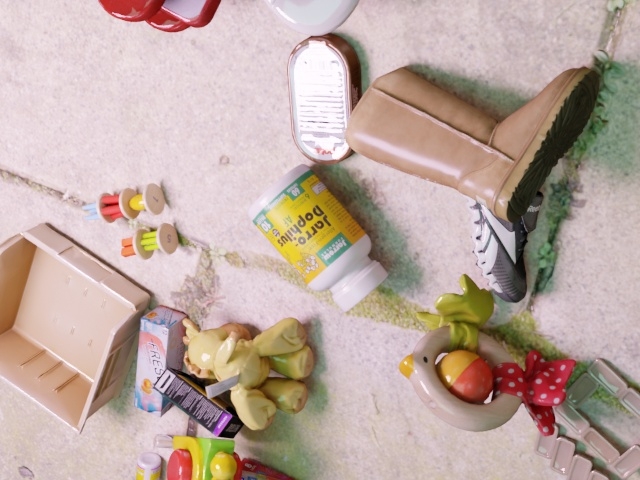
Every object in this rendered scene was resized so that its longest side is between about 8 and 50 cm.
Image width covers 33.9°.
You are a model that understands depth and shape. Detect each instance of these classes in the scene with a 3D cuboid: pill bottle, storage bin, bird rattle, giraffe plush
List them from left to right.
[{"bbox_3d":[-0.455,0.148,1.831,0.262,0.123,0.260,32,121,12],"label":"storage bin"},{"bbox_3d":[-0.316,0.433,1.923,0.043,0.043,0.083,19,117,19],"label":"pill bottle"},{"bbox_3d":[-0.138,0.194,1.676,0.170,0.210,0.182,18,104,50],"label":"giraffe plush"},{"bbox_3d":[0.000,0.000,1.544,0.208,0.117,0.117,50,123,1],"label":"pill bottle"},{"bbox_3d":[0.221,0.190,1.472,0.253,0.207,0.143,50,142,11],"label":"bird rattle"}]

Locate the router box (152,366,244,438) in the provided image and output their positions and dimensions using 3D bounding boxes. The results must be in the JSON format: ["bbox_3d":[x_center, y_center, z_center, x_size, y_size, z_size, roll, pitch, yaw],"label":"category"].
[{"bbox_3d":[-0.195,0.269,1.725,0.133,0.179,0.046,36,83,9],"label":"router box"}]

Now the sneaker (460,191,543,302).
[{"bbox_3d":[0.257,-0.026,1.427,0.106,0.078,0.234,-11,103,32],"label":"sneaker"}]

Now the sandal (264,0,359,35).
[{"bbox_3d":[-0.044,-0.471,1.394,0.169,0.102,0.417,-23,86,17],"label":"sandal"}]

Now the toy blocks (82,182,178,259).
[{"bbox_3d":[-0.319,-0.024,1.733,0.148,0.054,0.123,-9,105,29],"label":"toy blocks"}]

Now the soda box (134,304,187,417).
[{"bbox_3d":[-0.275,0.207,1.799,0.058,0.063,0.183,18,117,20],"label":"soda box"}]

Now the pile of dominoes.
[{"bbox_3d":[0.440,0.311,1.511,0.251,0.040,0.196,45,124,14],"label":"pile of dominoes"}]

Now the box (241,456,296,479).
[{"bbox_3d":[-0.124,0.525,1.816,0.128,0.122,0.257,20,118,18],"label":"box"}]

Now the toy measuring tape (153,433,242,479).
[{"bbox_3d":[-0.215,0.381,1.735,0.121,0.121,0.330,61,152,-7],"label":"toy measuring tape"}]

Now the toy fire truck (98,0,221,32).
[{"bbox_3d":[-0.253,-0.447,1.478,0.302,0.169,0.254,30,102,12],"label":"toy fire truck"}]

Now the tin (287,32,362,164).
[{"bbox_3d":[0.005,-0.201,1.510,0.106,0.040,0.190,7,113,29],"label":"tin"}]

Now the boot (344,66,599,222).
[{"bbox_3d":[0.194,-0.172,1.382,0.269,0.089,0.236,32,81,32],"label":"boot"}]
